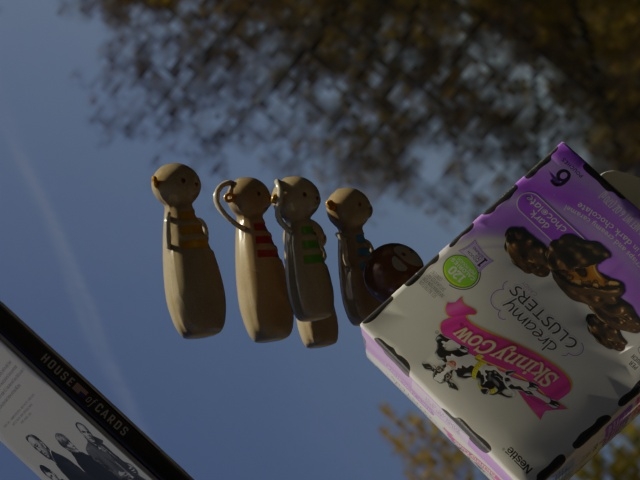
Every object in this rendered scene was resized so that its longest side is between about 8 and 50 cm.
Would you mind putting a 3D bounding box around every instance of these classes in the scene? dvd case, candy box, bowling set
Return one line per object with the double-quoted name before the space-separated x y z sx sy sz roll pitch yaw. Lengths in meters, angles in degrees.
"dvd case" -0.228 0.165 1.536 0.238 0.029 0.179 44 147 -3
"candy box" 0.153 0.060 1.192 0.165 0.196 0.070 44 168 20
"bowling set" 0.000 0.000 1.561 0.287 0.199 0.154 13 -115 -64

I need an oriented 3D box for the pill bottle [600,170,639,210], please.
"pill bottle" 0.274 0.042 1.819 0.121 0.221 0.121 20 -146 -15
